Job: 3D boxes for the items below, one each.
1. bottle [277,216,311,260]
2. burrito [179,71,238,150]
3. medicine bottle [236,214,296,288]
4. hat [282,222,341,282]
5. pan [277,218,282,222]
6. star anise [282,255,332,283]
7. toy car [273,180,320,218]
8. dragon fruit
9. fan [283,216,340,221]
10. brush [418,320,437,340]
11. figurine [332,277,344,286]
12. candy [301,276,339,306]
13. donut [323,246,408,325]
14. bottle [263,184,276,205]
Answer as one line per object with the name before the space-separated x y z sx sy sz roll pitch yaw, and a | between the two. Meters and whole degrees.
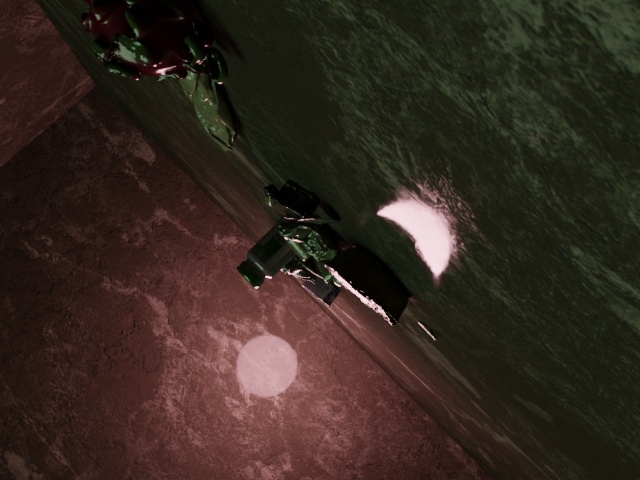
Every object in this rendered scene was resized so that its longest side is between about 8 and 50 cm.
bottle | -0.076 -0.014 1.897 0.152 0.099 0.099 49 170 -8
burrito | -0.287 -0.349 1.434 0.117 0.076 0.392 40 169 19
medicine bottle | -0.172 0.044 1.990 0.133 0.274 0.133 42 169 10
hat | 0.000 0.000 1.743 0.214 0.149 0.244 47 -153 -11
pan | -0.135 -0.036 2.222 0.136 0.028 0.235 48 166 -15
star anise | -0.103 0.089 2.389 0.359 0.139 0.316 29 176 3
toy car | -0.061 -0.107 1.533 0.062 0.071 0.165 39 174 -41
dragon fruit | -0.317 -0.406 1.065 0.218 0.273 0.198 -154 65 -75
fan | -0.027 -0.054 1.464 0.175 0.005 0.113 4 175 -40
brush | 0.324 0.270 1.667 0.083 0.013 0.016 45 168 44
figurine | 0.089 0.135 1.932 0.101 0.068 0.143 49 -172 18
candy | 0.003 0.220 2.525 0.160 0.092 0.073 34 171 39
donut | 0.140 0.122 1.572 0.272 0.107 0.272 43 175 5
bottle | -0.163 -0.152 1.833 0.063 0.047 0.101 17 164 1
